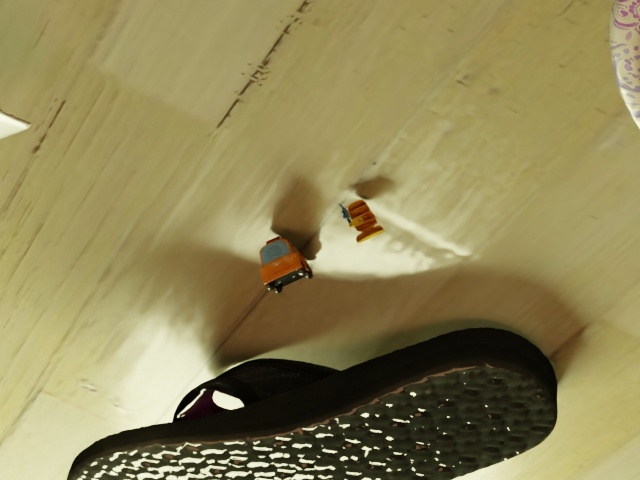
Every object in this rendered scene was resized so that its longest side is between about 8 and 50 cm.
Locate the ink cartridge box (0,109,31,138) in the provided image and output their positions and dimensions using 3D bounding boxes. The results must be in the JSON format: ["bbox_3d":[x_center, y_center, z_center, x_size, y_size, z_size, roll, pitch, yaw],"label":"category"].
[{"bbox_3d":[-0.446,-0.121,1.259,0.385,0.091,0.308,-11,162,28],"label":"ink cartridge box"}]

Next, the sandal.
[{"bbox_3d":[-0.008,0.163,1.541,0.445,0.107,0.167,-17,130,19],"label":"sandal"}]

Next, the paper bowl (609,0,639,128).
[{"bbox_3d":[0.310,-0.145,0.993,0.284,0.148,0.284,11,141,9],"label":"paper bowl"}]

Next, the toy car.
[{"bbox_3d":[0.000,0.000,1.391,0.122,0.060,0.040,-29,80,23],"label":"toy car"}]
